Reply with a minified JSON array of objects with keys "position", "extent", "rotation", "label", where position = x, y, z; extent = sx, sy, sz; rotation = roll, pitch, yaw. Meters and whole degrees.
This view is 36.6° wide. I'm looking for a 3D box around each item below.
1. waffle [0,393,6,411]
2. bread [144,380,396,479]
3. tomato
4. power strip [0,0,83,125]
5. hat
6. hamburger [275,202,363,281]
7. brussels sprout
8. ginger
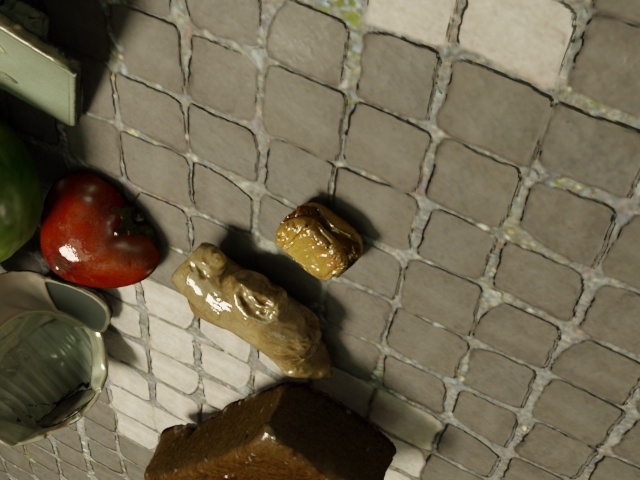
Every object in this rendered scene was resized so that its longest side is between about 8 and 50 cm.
[{"position":[-0.511,0.176,1.454],"extent":[0.253,0.056,0.249],"rotation":[37,-167,-36],"label":"waffle"},{"position":[-0.081,0.284,1.258],"extent":[0.165,0.113,0.416],"rotation":[33,148,-17],"label":"bread"},{"position":[-0.269,0.006,1.131],"extent":[0.139,0.091,0.159],"rotation":[-6,130,42],"label":"tomato"},{"position":[-0.308,-0.205,0.933],"extent":[0.198,0.064,0.213],"rotation":[32,164,-8],"label":"power strip"},{"position":[-0.399,0.145,1.292],"extent":[0.161,0.232,0.275],"rotation":[31,156,28],"label":"hat"},{"position":[0.000,0.000,0.954],"extent":[0.083,0.044,0.076],"rotation":[44,145,-8],"label":"hamburger"},{"position":[-0.419,-0.063,1.079],"extent":[0.244,0.244,0.244],"rotation":[21,142,18],"label":"brussels sprout"},{"position":[-0.064,0.085,1.076],"extent":[0.213,0.074,0.137],"rotation":[40,161,-1],"label":"ginger"}]
